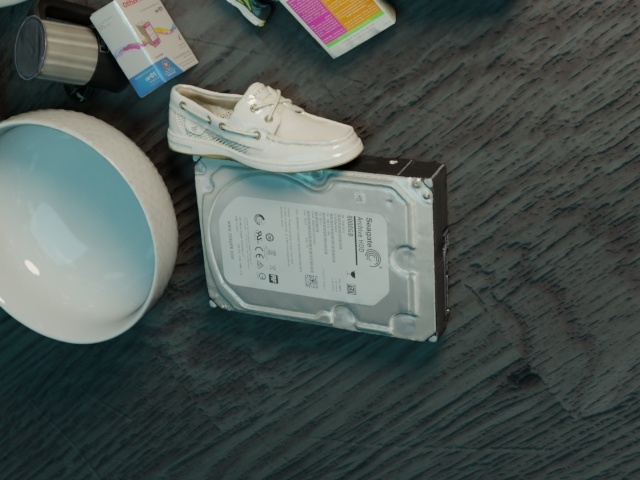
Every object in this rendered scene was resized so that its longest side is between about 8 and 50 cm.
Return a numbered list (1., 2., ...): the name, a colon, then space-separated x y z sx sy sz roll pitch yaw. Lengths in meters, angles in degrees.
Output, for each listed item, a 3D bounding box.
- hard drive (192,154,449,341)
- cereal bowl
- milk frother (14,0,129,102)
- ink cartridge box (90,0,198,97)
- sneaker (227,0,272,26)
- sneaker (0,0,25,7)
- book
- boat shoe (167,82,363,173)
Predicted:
1. hard drive: 0.000 0.000 1.637 0.339 0.064 0.237 8 118 22
2. cereal bowl: -0.339 -0.033 1.738 0.339 0.141 0.339 11 119 21
3. milk frother: -0.341 -0.233 1.640 0.143 0.134 0.129 -58 47 29
4. ink cartridge box: -0.227 -0.258 1.601 0.052 0.088 0.122 -27 100 34
5. sneaker: -0.094 -0.306 1.552 0.083 0.031 0.035 42 112 -3
6. sneaker: -0.502 -0.414 1.589 0.319 0.127 0.208 7 138 9
7. book: 0.008 -0.290 1.461 0.096 0.035 0.144 -30 124 25
8. boat shoe: -0.079 -0.151 1.577 0.277 0.098 0.096 8 118 24
